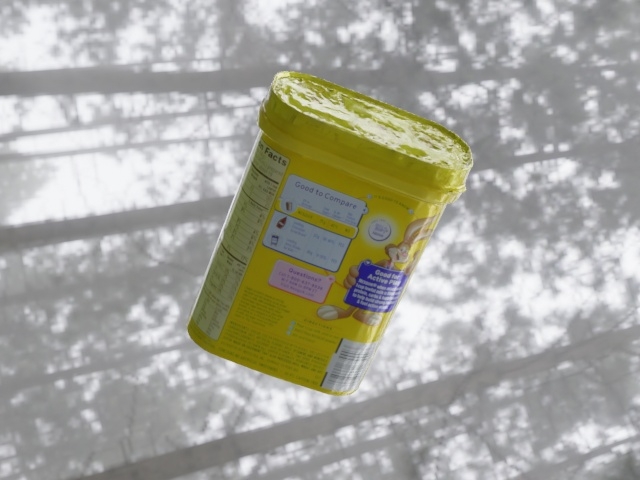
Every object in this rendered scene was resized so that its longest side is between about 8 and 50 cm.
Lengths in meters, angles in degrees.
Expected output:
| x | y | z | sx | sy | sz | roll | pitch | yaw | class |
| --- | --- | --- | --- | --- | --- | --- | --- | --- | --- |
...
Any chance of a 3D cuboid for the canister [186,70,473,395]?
| x | y | z | sx | sy | sz | roll | pitch | yaw | class |
| --- | --- | --- | --- | --- | --- | --- | --- | --- | --- |
| 0.000 | 0.000 | 0.709 | 0.073 | 0.126 | 0.170 | -83 | -165 | -64 | canister |
